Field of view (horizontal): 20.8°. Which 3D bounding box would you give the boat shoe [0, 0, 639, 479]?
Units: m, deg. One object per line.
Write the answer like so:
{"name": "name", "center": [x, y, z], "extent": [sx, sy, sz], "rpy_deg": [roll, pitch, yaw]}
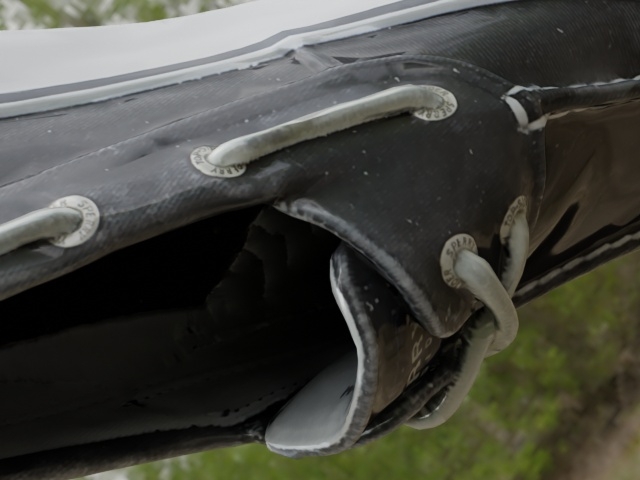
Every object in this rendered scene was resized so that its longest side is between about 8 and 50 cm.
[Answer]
{"name": "boat shoe", "center": [0.000, 0.000, 0.389], "extent": [0.301, 0.102, 0.108], "rpy_deg": [-9, -44, -24]}
